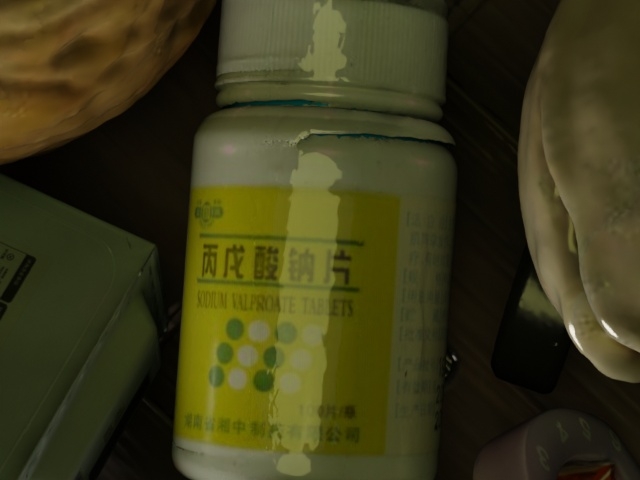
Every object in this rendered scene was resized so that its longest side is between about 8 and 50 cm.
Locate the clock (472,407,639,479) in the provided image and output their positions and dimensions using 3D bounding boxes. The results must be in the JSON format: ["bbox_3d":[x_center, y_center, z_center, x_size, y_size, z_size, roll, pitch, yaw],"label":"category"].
[{"bbox_3d":[0.134,0.165,0.840,0.064,0.172,0.198,-32,123,22],"label":"clock"}]

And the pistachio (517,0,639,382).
[{"bbox_3d":[0.210,-0.065,0.786,0.332,0.208,0.226,-41,104,-32],"label":"pistachio"}]

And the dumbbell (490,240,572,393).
[{"bbox_3d":[0.191,0.053,0.862,0.191,0.100,0.100,19,90,7],"label":"dumbbell"}]

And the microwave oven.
[{"bbox_3d":[-0.188,0.082,0.864,0.162,0.122,0.208,25,67,9],"label":"microwave oven"}]

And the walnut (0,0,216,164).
[{"bbox_3d":[-0.165,-0.199,0.802,0.333,0.333,0.333,0,88,7],"label":"walnut"}]

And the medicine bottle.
[{"bbox_3d":[0.000,0.000,0.867,0.143,0.143,0.258,4,87,7],"label":"medicine bottle"}]
